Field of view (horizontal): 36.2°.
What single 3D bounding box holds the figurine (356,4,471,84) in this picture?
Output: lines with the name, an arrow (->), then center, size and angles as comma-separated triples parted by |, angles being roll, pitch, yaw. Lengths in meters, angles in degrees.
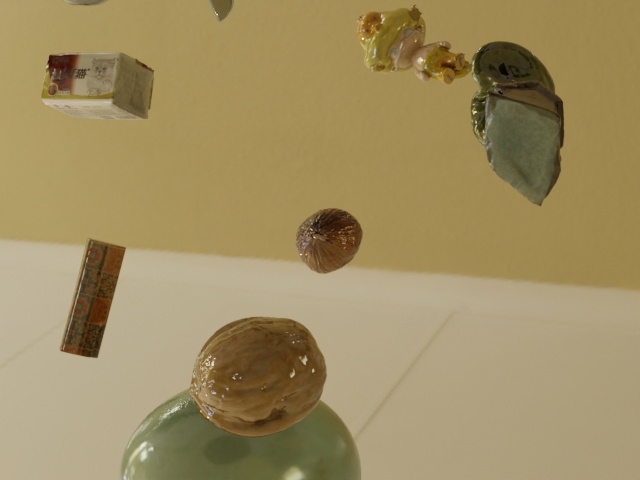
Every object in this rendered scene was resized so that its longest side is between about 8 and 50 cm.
figurine -> 0.172, -0.374, 1.908 | 0.246, 0.131, 0.156 | 38, -89, 34

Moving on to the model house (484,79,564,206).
model house -> 0.296, -0.151, 1.411 | 0.106, 0.165, 0.152 | 4, -155, 14

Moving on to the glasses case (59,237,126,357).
glasses case -> -0.432, 0.109, 1.858 | 0.075, 0.218, 0.049 | 15, 179, -15

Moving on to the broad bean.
broad bean -> 0.328, -0.246, 1.695 | 0.153, 0.206, 0.072 | -18, 157, 20

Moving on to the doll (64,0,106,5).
doll -> -0.399, -0.424, 1.512 | 0.181, 0.107, 0.110 | 9, -142, -53

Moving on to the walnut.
walnut -> -0.075, 0.159, 1.164 | 0.167, 0.166, 0.149 | -15, -117, -7

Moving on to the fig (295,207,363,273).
fig -> 0.000, 0.000, 2.027 | 0.134, 0.146, 0.201 | 35, -168, 14

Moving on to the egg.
egg -> -0.109, 0.338, 1.424 | 0.389, 0.276, 0.276 | 9, -173, -40

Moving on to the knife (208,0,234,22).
knife -> -0.223, -0.578, 2.050 | 0.061, 0.343, 0.027 | -14, -119, -5

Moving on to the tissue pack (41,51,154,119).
tissue pack -> -0.371, -0.260, 1.640 | 0.149, 0.099, 0.106 | 5, 173, 25
